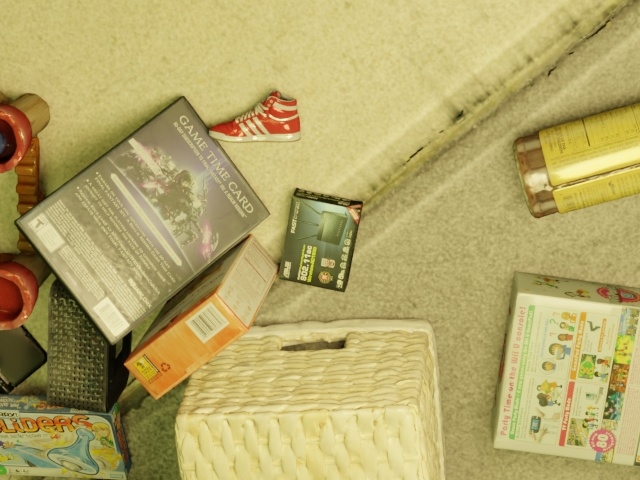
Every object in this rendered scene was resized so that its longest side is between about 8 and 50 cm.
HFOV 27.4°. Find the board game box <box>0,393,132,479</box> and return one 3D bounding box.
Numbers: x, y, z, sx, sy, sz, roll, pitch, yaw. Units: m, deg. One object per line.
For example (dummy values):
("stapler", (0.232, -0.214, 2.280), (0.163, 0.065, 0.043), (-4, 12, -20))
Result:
("board game box", (-0.377, 0.277, 1.851), (0.201, 0.035, 0.136), (1, 128, 8))

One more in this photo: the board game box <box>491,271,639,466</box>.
("board game box", (0.388, 0.174, 1.703), (0.303, 0.097, 0.224), (8, 108, 4))

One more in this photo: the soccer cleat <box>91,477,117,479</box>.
("soccer cleat", (-0.216, 0.450, 1.874), (0.318, 0.108, 0.116), (28, 109, -6))

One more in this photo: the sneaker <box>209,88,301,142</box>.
("sneaker", (-0.085, -0.160, 1.681), (0.118, 0.042, 0.067), (-1, 113, 0))

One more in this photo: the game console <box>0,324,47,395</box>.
("game console", (-0.467, 0.155, 1.857), (0.107, 0.071, 0.122), (-27, 104, 46))

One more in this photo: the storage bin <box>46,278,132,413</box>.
("storage bin", (-0.309, 0.129, 1.767), (0.084, 0.122, 0.180), (6, 109, 6))

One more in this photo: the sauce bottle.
("sauce bottle", (0.412, -0.117, 1.593), (0.344, 0.111, 0.111), (-13, 106, 12))

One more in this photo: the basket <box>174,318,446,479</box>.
("basket", (-0.005, 0.304, 1.712), (0.328, 0.266, 0.331), (-3, 110, 8))

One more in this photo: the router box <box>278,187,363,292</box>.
("router box", (0.000, 0.000, 1.726), (0.092, 0.038, 0.122), (11, 110, 4))

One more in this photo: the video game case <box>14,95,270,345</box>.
("video game case", (-0.221, -0.028, 1.667), (0.274, 0.026, 0.196), (-41, 102, -22))

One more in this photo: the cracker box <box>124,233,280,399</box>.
("cracker box", (-0.146, 0.092, 1.674), (0.156, 0.232, 0.067), (-38, 99, 17))

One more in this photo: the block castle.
("block castle", (-0.579, -0.057, 1.694), (0.453, 0.213, 0.303), (5, 109, 6))
